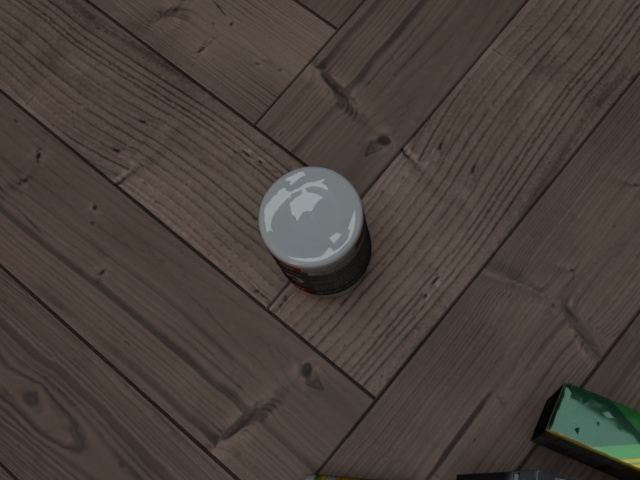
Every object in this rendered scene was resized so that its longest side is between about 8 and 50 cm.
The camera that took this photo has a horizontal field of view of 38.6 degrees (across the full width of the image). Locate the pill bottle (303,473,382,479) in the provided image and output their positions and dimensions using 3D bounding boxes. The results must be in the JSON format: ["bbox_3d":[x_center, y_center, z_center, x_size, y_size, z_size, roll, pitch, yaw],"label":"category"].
[{"bbox_3d":[0.091,0.443,1.423,0.245,0.136,0.136,3,74,8],"label":"pill bottle"}]

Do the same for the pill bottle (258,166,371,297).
[{"bbox_3d":[0.000,0.000,1.489,0.161,0.283,0.161,-2,74,6],"label":"pill bottle"}]

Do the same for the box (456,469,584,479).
[{"bbox_3d":[0.377,0.392,1.297,0.307,0.242,0.077,15,71,-14],"label":"box"}]

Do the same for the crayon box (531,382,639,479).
[{"bbox_3d":[0.494,0.325,1.375,0.322,0.203,0.083,23,77,12],"label":"crayon box"}]
